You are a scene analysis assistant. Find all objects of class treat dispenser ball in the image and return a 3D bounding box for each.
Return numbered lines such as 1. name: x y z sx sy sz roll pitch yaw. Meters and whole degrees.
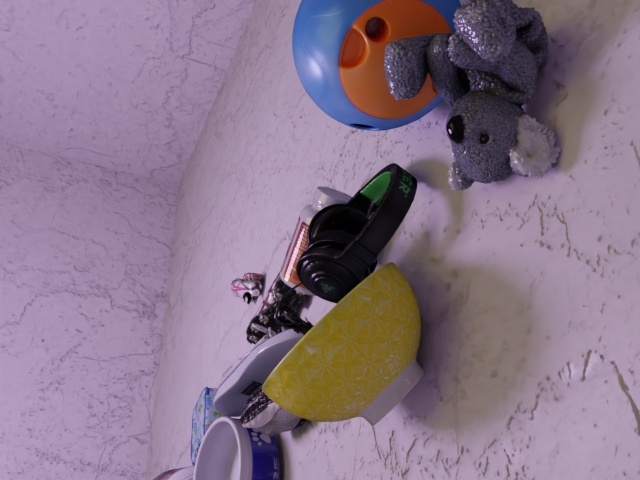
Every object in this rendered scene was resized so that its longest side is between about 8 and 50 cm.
1. treat dispenser ball: 0.096 -0.330 0.955 0.288 0.288 0.288 -167 90 -67

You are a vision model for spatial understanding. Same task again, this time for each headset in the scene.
1. headset: 0.053 0.039 1.061 0.394 0.185 0.243 -48 12 24

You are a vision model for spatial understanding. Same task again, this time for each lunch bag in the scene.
1. lunch bag: -0.347 0.586 1.773 0.219 0.090 0.176 -100 29 -44

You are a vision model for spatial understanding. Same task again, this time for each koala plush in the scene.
1. koala plush: 0.226 -0.180 0.771 0.196 0.203 0.221 -11 88 53

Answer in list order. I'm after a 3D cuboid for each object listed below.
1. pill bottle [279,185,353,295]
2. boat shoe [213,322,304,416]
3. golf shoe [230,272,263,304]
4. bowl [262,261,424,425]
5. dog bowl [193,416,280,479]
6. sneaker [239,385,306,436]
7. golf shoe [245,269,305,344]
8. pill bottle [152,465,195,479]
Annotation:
1. pill bottle: 0.000 0.000 1.223 0.216 0.121 0.121 -70 24 16
2. boat shoe: -0.121 0.269 1.335 0.367 0.136 0.156 -46 27 35
3. golf shoe: -0.235 0.157 1.760 0.186 0.067 0.086 148 129 -59
4. bowl: 0.065 0.188 0.881 0.156 0.289 0.289 45 132 13
5. dog bowl: -0.205 0.562 1.356 0.265 0.104 0.265 -35 46 47
6. sneaker: -0.057 0.347 1.226 0.271 0.108 0.100 -37 25 36
7. golf shoe: -0.098 0.163 1.431 0.273 0.105 0.120 -57 12 31
8. pill bottle: -0.368 0.738 1.578 0.363 0.210 0.210 139 138 -55
